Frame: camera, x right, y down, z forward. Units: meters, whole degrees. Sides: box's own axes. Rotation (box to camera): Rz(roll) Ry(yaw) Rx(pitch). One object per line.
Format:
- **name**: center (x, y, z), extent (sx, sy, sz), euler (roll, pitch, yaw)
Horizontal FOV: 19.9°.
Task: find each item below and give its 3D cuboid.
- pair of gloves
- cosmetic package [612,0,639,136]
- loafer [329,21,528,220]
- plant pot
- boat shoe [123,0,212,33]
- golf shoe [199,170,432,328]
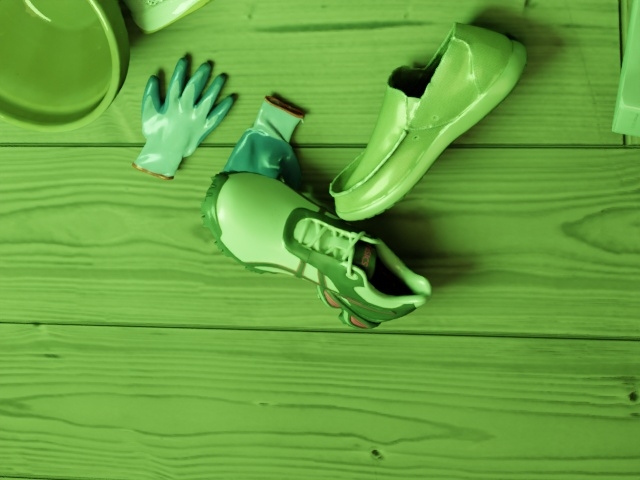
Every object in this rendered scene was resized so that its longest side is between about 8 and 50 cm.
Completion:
- **pair of gloves**: center (-0.106, -0.108, 1.979), extent (0.198, 0.023, 0.159), euler (22, 125, -7)
- **cosmetic package**: center (0.471, -0.174, 1.651), extent (0.385, 0.156, 0.217), euler (9, 86, 8)
- **loafer**: center (0.095, -0.128, 1.873), extent (0.092, 0.102, 0.268), euler (40, 115, -13)
- **plant pot**: center (-0.289, -0.236, 1.870), extent (0.237, 0.110, 0.237), euler (15, 132, 17)
- **boat shoe**: center (-0.100, -0.300, 1.796), extent (0.277, 0.098, 0.096), euler (-26, 116, 29)
- **golf shoe**: center (0.000, 0.000, 1.945), extent (0.273, 0.105, 0.120), euler (30, 158, -29)
